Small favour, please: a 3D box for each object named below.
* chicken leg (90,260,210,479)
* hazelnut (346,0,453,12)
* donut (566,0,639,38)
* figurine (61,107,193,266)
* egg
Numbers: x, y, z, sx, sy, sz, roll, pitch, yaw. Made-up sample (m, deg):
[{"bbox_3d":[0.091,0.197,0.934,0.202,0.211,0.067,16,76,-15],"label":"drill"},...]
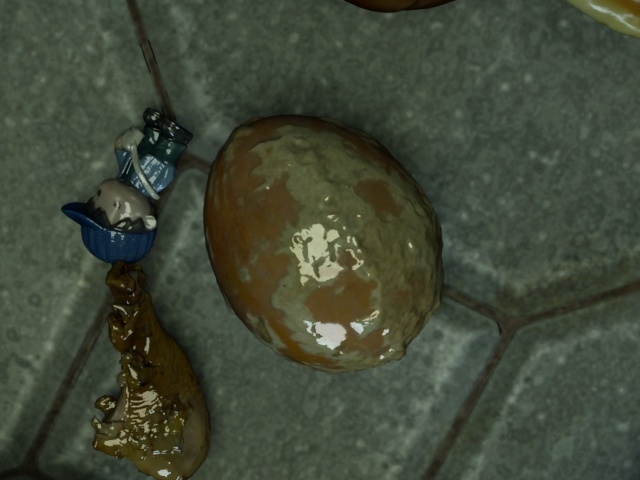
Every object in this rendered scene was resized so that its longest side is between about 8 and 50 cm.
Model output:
[{"bbox_3d":[-0.160,0.119,1.561,0.101,0.085,0.207,-13,113,0],"label":"chicken leg"},{"bbox_3d":[0.054,-0.274,1.450,0.208,0.208,0.208,1,101,3],"label":"hazelnut"},{"bbox_3d":[0.301,-0.357,1.350,0.448,0.198,0.449,2,85,-19],"label":"donut"},{"bbox_3d":[-0.161,-0.044,1.561,0.077,0.079,0.136,32,82,38],"label":"figurine"},{"bbox_3d":[0.000,0.000,1.489,0.195,0.195,0.233,-44,94,10],"label":"egg"}]
